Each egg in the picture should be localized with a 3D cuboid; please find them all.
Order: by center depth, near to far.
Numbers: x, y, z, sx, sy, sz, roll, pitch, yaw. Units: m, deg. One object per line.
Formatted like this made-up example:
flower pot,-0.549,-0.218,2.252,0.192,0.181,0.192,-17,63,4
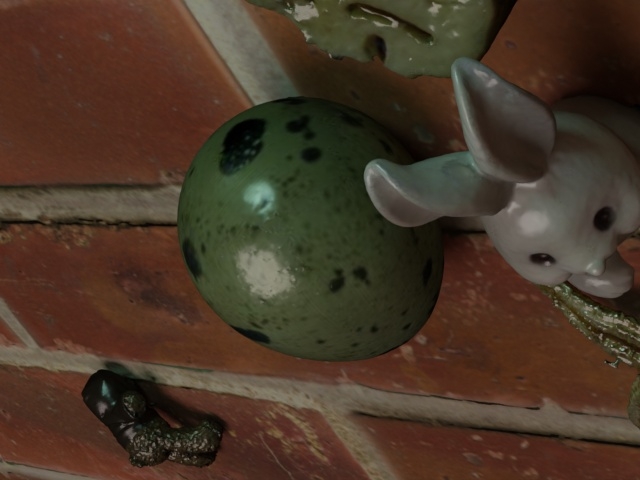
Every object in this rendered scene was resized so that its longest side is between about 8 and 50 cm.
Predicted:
egg,0.000,0.000,1.126,0.177,0.177,0.228,6,152,40

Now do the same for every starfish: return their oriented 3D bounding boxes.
starfish,0.253,0.099,1.143,0.138,0.050,0.247,-5,129,51

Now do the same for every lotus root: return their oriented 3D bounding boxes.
lotus root,0.019,-0.191,0.860,0.234,0.119,0.138,26,139,-11

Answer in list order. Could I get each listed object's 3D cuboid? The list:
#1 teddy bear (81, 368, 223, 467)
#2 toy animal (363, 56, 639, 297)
teddy bear,-0.189,0.203,1.699,0.160,0.078,0.119,30,153,6
toy animal,0.126,-0.026,0.910,0.103,0.220,0.131,-39,74,28
